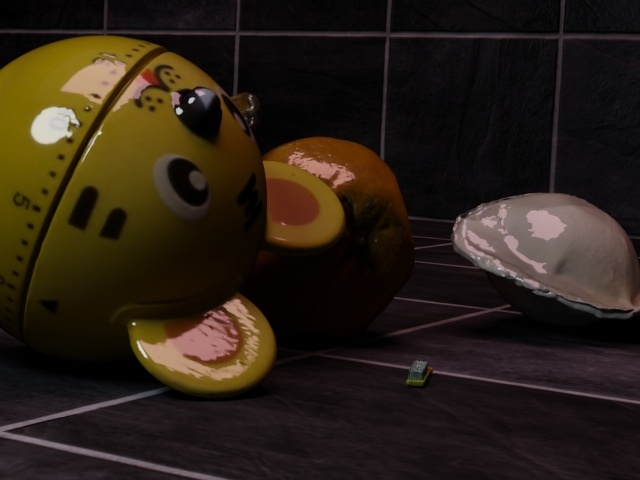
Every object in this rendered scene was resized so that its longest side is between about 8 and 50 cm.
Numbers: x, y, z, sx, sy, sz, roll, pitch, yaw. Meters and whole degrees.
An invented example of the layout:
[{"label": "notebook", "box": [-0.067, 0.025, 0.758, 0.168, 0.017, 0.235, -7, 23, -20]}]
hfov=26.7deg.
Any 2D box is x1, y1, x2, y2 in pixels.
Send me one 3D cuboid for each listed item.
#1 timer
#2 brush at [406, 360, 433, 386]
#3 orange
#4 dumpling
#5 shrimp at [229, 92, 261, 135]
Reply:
[{"label": "timer", "box": [-0.181, -0.028, 1.387, 0.387, 0.376, 0.376, 24, 8, 6]}, {"label": "brush", "box": [0.104, 0.133, 1.389, 0.018, 0.021, 0.083, 1, 4, 13]}, {"label": "orange", "box": [0.000, 0.000, 1.603, 0.249, 0.249, 0.183, 0, -5, -22]}, {"label": "dumpling", "box": [0.345, 0.044, 1.796, 0.260, 0.181, 0.341, 35, -4, 40]}, {"label": "shrimp", "box": [-0.166, -0.076, 1.739, 0.221, 0.110, 0.445, 9, -17, -17]}]
